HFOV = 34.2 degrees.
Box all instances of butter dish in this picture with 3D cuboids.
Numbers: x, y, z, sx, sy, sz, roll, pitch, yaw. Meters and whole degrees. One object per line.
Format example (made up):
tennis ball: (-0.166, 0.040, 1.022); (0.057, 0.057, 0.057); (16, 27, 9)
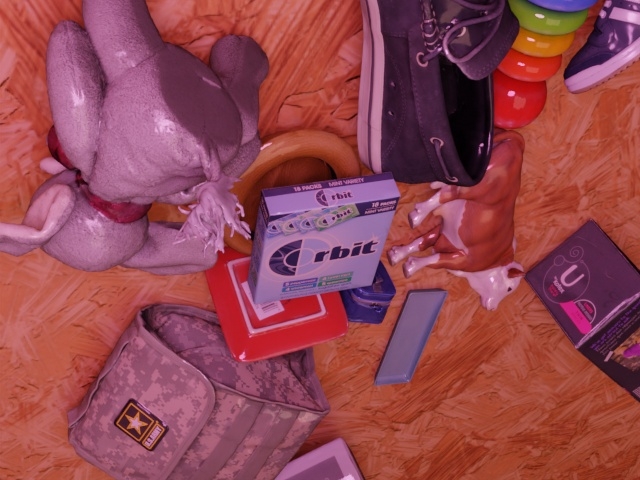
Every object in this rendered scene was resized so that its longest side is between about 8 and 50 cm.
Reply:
butter dish: (-0.063, 0.086, 1.356); (0.159, 0.160, 0.118); (-13, 157, -17)

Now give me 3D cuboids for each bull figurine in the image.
bull figurine: (0.193, -0.021, 1.400); (0.188, 0.101, 0.310); (-15, 134, -12)

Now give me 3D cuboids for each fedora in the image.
fedora: (-0.047, -0.068, 1.252); (0.194, 0.079, 0.194); (-14, 135, -14)

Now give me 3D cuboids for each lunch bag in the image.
lunch bag: (-0.171, 0.223, 1.394); (0.287, 0.169, 0.235); (18, 122, -28)
lunch bag: (0.059, 0.064, 1.410); (0.067, 0.098, 0.065); (6, 123, -24)

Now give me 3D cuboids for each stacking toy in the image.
stacking toy: (0.260, -0.269, 1.203); (0.141, 0.141, 0.330); (-9, 137, -20)

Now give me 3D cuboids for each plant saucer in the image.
plant saucer: (0.134, 0.146, 1.579); (0.067, 0.018, 0.192); (-2, 128, -25)

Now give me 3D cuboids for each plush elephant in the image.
plush elephant: (-0.203, -0.081, 1.052); (0.255, 0.330, 0.272); (-31, 146, 28)

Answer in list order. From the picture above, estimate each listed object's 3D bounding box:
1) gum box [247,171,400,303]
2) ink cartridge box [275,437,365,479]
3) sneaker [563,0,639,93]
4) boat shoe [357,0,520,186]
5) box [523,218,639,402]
gum box: (0.000, 0.000, 1.236); (0.157, 0.041, 0.184); (-8, 145, -16)
ink cartridge box: (-0.069, 0.445, 1.680); (0.308, 0.091, 0.385); (-27, 162, -3)
sneaker: (0.367, -0.307, 1.210); (0.282, 0.099, 0.153); (-39, 95, 26)
boat shoe: (0.131, -0.248, 1.086); (0.187, 0.156, 0.500); (-52, 153, -36)
box: (0.461, 0.117, 1.611); (0.143, 0.165, 0.270); (-42, 134, 12)
